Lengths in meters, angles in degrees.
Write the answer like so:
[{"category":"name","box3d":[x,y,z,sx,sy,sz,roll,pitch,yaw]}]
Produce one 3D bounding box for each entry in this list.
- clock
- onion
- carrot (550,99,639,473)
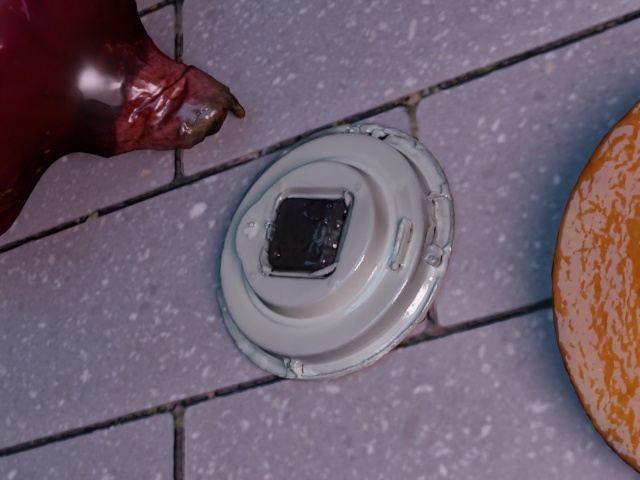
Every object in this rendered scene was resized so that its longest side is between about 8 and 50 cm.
[{"category":"clock","box3d":[0.000,0.000,1.076,0.236,0.053,0.236,-14,63,28]},{"category":"onion","box3d":[-0.278,-0.172,1.215,0.420,0.398,0.398,10,69,-7]},{"category":"carrot","box3d":[0.279,0.029,0.856,0.258,0.100,0.307,1,77,33]}]
